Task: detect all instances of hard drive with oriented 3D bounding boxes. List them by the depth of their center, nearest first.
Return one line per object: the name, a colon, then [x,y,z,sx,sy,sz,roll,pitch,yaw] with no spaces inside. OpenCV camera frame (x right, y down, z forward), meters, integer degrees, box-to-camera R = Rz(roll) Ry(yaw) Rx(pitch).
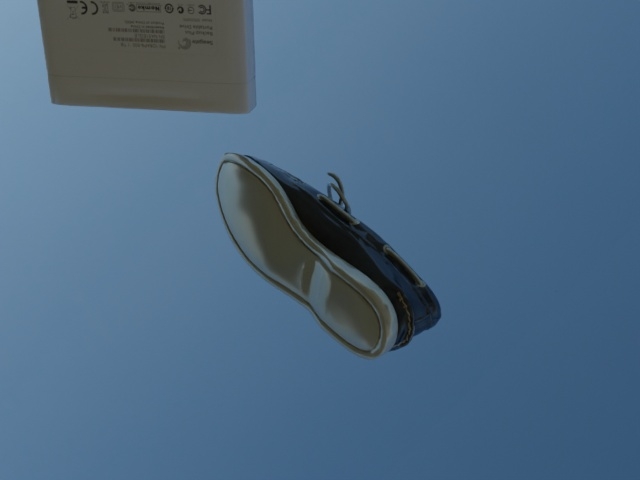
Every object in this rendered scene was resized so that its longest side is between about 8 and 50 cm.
hard drive: [-0.187,-0.311,0.913,0.233,0.047,0.353,5,-65,12]

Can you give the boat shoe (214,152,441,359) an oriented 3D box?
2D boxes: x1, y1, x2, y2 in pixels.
boat shoe: [0.000,0.000,0.772,0.254,0.079,0.095,39,-49,37]
